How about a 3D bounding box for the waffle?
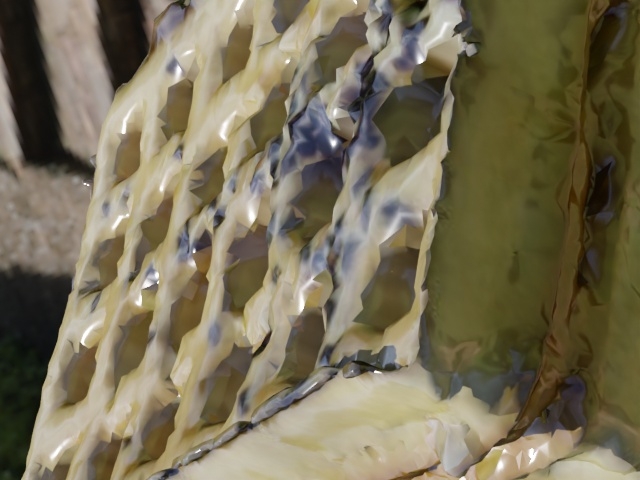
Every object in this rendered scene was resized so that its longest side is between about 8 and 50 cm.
[{"bbox_3d":[-0.001,0.000,0.634,0.376,0.114,0.261,-33,39,58],"label":"waffle"}]
